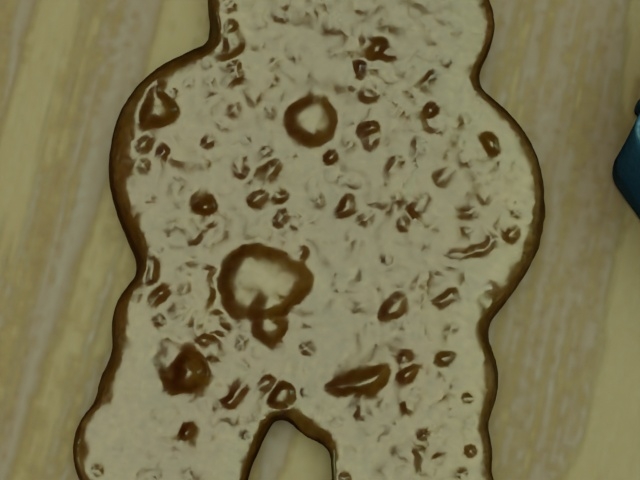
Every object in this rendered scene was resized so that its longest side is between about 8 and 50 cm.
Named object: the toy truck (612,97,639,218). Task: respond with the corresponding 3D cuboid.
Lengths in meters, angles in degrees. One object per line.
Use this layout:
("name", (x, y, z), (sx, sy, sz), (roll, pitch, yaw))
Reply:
("toy truck", (0.270, -0.122, 0.885), (0.175, 0.146, 0.367), (28, 83, 5))

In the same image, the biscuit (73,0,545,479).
("biscuit", (0.000, 0.000, 0.909), (0.202, 0.047, 0.333), (7, 86, -2))
